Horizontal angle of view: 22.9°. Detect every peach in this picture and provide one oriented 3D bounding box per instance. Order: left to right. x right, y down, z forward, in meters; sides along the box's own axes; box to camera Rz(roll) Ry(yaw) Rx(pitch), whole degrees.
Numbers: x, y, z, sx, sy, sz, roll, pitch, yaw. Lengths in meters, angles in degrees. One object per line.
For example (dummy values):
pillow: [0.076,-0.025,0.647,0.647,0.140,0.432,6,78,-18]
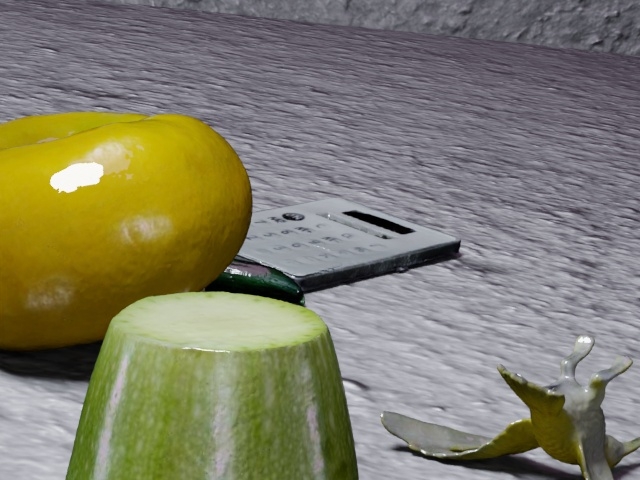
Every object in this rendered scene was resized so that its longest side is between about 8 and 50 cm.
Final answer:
peach: [-0.171,-0.015,1.118,0.251,0.153,0.251,-2,16,1]

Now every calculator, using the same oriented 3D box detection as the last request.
calculator: [0.000,0.000,1.433,0.161,0.021,0.261,19,19,34]

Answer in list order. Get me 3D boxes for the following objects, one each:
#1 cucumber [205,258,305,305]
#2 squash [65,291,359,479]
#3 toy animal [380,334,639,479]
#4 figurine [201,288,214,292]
cucumber: [-0.102,0.026,1.265,0.184,0.033,0.036,8,-3,-8]
squash: [-0.057,0.100,0.878,0.170,0.123,0.170,3,14,-1]
toy animal: [0.170,0.113,0.985,0.219,0.095,0.155,23,25,40]
figurine: [-0.123,0.040,1.197,0.050,0.047,0.083,3,14,44]
